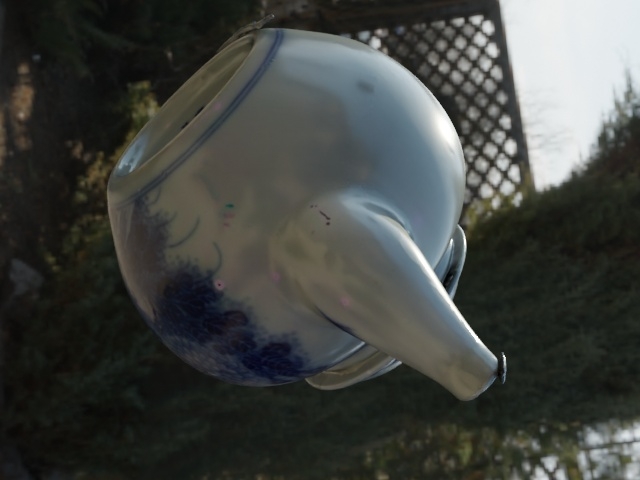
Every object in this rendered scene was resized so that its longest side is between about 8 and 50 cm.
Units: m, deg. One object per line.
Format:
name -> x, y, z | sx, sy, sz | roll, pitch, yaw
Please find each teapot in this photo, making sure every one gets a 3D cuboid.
teapot -> 0.000, 0.000, 0.712 | 0.280, 0.252, 0.424 | 44, -2, -21
